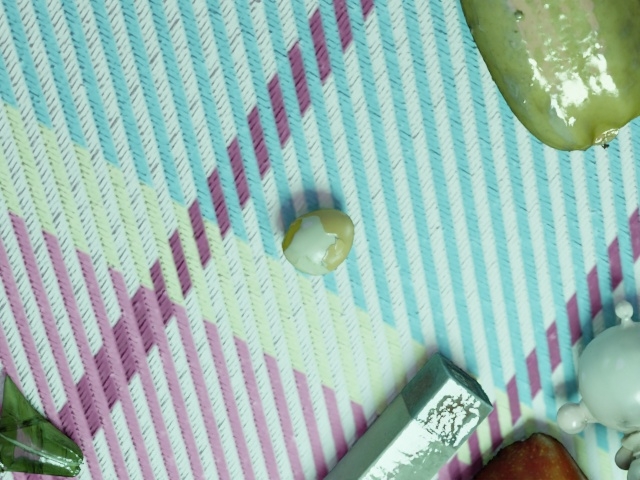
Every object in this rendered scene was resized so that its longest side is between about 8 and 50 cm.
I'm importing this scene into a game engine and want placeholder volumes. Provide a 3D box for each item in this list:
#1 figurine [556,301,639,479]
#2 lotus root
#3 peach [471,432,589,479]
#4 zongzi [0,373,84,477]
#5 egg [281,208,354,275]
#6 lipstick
[{"bbox_3d":[0.368,0.205,1.301,0.144,0.182,0.257,7,66,-45],"label":"figurine"},{"bbox_3d":[0.232,-0.251,1.149,0.169,0.151,0.343,-24,109,14],"label":"lotus root"},{"bbox_3d":[0.274,0.426,1.349,0.257,0.201,0.362,-1,108,-6],"label":"peach"},{"bbox_3d":[-0.320,0.215,1.291,0.104,0.052,0.113,8,94,-18],"label":"zongzi"},{"bbox_3d":[0.000,0.000,1.244,0.083,0.071,0.071,-43,108,4],"label":"egg"},{"bbox_3d":[0.054,0.304,1.345,0.076,0.080,0.371,37,100,-17],"label":"lipstick"}]
